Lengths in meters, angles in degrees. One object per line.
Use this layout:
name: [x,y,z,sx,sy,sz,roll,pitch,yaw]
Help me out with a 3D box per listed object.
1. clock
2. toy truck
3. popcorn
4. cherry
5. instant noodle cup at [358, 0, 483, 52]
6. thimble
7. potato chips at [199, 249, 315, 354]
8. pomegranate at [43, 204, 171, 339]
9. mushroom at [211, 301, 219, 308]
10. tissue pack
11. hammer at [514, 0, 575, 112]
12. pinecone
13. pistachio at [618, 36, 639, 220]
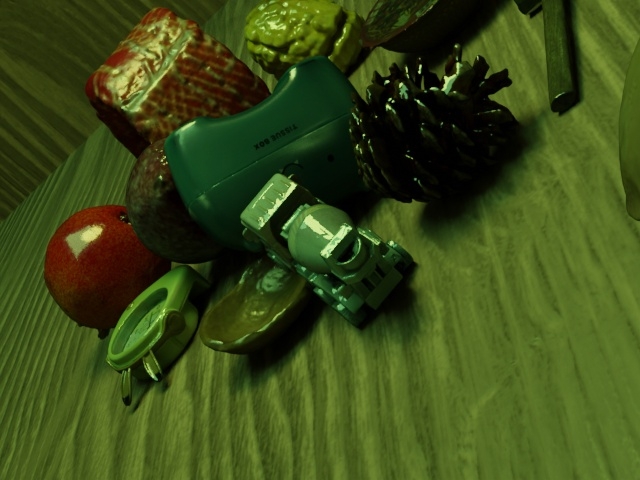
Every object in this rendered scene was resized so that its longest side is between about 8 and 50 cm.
clock: [-0.263,0.152,1.787,0.170,0.069,0.232,-35,25,29]
toy truck: [0.000,0.000,1.373,0.108,0.140,0.256,-50,41,-5]
popcorn: [-0.027,-0.393,2.133,0.226,0.200,0.203,-20,40,49]
cherry: [-0.199,-0.073,1.813,0.230,0.203,0.300,-12,-14,9]
instant noodle cup: [0.189,-0.384,1.829,0.274,0.091,0.274,-41,21,20]
thimble: [-0.241,-0.233,2.076,0.230,0.350,0.350,-51,20,-11]
potato chips: [-0.068,0.083,1.529,0.195,0.062,0.208,-33,23,11]
pomegranate: [-0.374,0.061,1.985,0.221,0.221,0.257,-77,0,-53]
mushroom: [-0.147,0.121,1.679,0.049,0.019,0.101,-45,23,9]
tissue pack: [-0.060,-0.107,1.611,0.287,0.206,0.198,-28,-5,-9]
hammer: [0.302,-0.271,1.472,0.111,0.043,0.365,-35,25,29]
pinecone: [0.135,-0.135,1.376,0.204,0.179,0.184,-18,54,24]
pistachio: [0.342,-0.132,0.983,0.260,0.163,0.213,-57,-3,12]
